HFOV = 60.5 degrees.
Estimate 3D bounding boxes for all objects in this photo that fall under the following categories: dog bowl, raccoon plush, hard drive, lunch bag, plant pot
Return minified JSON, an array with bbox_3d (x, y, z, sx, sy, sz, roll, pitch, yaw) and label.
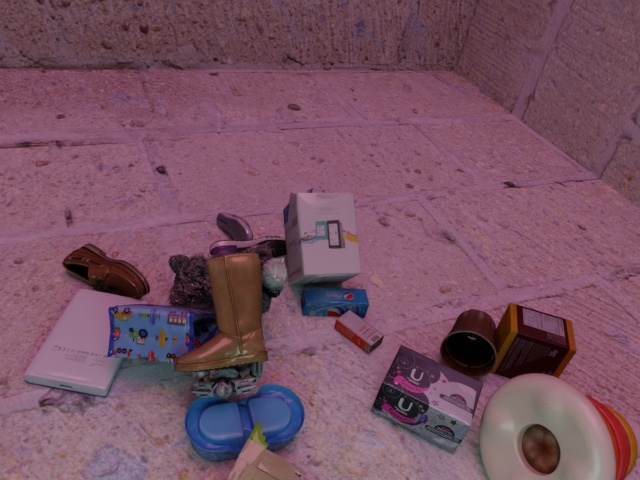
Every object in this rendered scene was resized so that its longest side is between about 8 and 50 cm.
[{"bbox_3d":[-0.188,0.459,1.372,0.297,0.074,0.166,-4,40,-19],"label":"dog bowl"},{"bbox_3d":[-0.285,0.084,1.575,0.299,0.446,0.216,4,67,-15],"label":"raccoon plush"},{"bbox_3d":[-0.632,0.271,1.511,0.210,0.040,0.319,11,38,-2],"label":"hard drive"},{"bbox_3d":[-0.412,0.226,1.504,0.221,0.138,0.293,5,5,5],"label":"lunch bag"},{"bbox_3d":[0.469,0.306,1.692,0.167,0.167,0.165,23,32,14],"label":"plant pot"}]

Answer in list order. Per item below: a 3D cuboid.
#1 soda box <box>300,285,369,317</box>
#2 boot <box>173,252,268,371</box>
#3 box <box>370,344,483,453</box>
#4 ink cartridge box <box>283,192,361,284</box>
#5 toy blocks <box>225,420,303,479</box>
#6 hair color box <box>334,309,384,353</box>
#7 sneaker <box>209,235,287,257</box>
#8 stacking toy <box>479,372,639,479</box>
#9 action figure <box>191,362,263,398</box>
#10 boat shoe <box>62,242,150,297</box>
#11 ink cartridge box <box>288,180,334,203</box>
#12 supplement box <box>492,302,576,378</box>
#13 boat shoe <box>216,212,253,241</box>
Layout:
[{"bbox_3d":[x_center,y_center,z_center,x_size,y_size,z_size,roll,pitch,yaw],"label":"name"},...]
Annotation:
[{"bbox_3d":[0.045,0.199,1.772,0.210,0.067,0.071,4,39,-11],"label":"soda box"},{"bbox_3d":[-0.251,0.177,1.345,0.236,0.089,0.270,-5,77,-18],"label":"boot"},{"bbox_3d":[0.289,0.427,1.490,0.247,0.142,0.163,23,39,14],"label":"box"},{"bbox_3d":[0.000,0.000,1.812,0.197,0.198,0.270,-1,77,-18],"label":"ink cartridge box"},{"bbox_3d":[-0.114,0.613,1.137,0.261,0.191,0.381,29,42,3],"label":"toy blocks"},{"bbox_3d":[0.120,0.283,1.706,0.141,0.043,0.072,34,43,27],"label":"hair color box"},{"bbox_3d":[-0.228,0.068,1.859,0.283,0.107,0.124,-6,57,-18],"label":"sneaker"},{"bbox_3d":[0.683,0.526,1.422,0.479,0.351,0.351,10,33,-35],"label":"stacking toy"},{"bbox_3d":[-0.233,0.328,1.428,0.185,0.099,0.285,4,12,3],"label":"action figure"},{"bbox_3d":[-0.652,0.112,1.661,0.307,0.111,0.104,20,36,28],"label":"boat shoe"},{"bbox_3d":[-0.013,-0.113,2.080,0.212,0.154,0.093,22,40,10],"label":"ink cartridge box"},{"bbox_3d":[0.642,0.325,1.679,0.194,0.191,0.129,17,38,6],"label":"supplement box"},{"bbox_3d":[-0.289,-0.053,1.966,0.075,0.083,0.226,-7,29,-38],"label":"boat shoe"}]
